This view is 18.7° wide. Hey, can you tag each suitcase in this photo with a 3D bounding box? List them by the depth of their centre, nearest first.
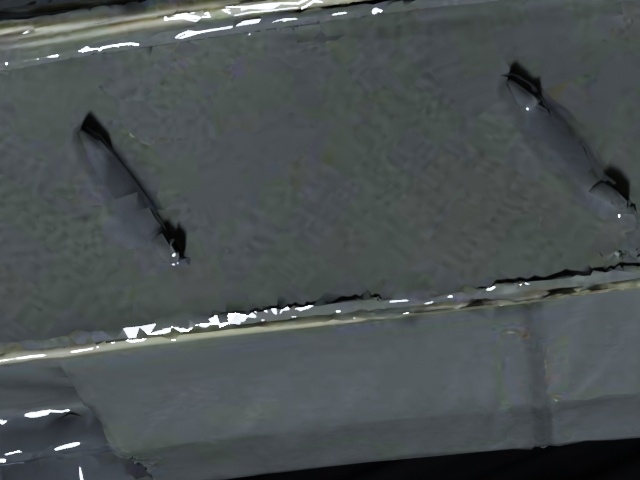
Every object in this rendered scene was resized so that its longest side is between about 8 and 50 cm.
[{"bbox_3d":[0.000,0.000,0.815,0.283,0.434,0.194,63,-158,-72],"label":"suitcase"}]
